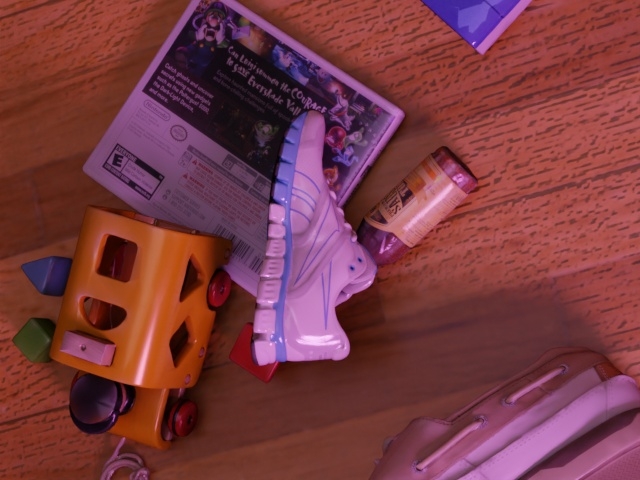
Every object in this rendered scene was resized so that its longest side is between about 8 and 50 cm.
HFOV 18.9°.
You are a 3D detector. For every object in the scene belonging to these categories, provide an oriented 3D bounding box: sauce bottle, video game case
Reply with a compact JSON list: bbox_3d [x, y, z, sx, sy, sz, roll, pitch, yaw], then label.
[{"bbox_3d":[0.055,-0.012,1.373,0.128,0.042,0.042,-44,72,8],"label":"sauce bottle"},{"bbox_3d":[-0.059,-0.073,1.429,0.190,0.022,0.173,35,95,20],"label":"video game case"}]

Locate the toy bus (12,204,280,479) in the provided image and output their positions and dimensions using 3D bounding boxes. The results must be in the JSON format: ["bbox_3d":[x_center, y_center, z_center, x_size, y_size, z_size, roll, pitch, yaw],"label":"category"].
[{"bbox_3d":[-0.142,0.072,1.382,0.191,0.104,0.202,-33,74,18],"label":"toy bus"}]

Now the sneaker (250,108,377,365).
[{"bbox_3d":[0.000,0.000,1.351,0.083,0.071,0.190,6,72,-1],"label":"sneaker"}]

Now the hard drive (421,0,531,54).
[{"bbox_3d":[0.146,-0.321,1.385,0.210,0.040,0.318,44,97,18],"label":"hard drive"}]

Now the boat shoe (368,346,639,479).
[{"bbox_3d":[0.085,0.177,1.292,0.302,0.113,0.103,-26,53,-9],"label":"boat shoe"}]
